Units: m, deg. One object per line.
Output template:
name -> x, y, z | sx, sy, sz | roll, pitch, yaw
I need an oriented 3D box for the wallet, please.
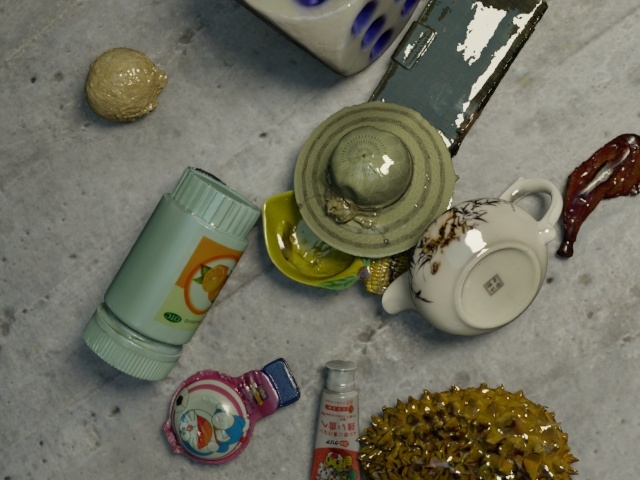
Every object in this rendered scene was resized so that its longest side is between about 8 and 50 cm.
wallet -> 0.199, -0.271, 1.083 | 0.169, 0.044, 0.317 | 32, 97, 8

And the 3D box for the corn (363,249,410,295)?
corn -> 0.110, -0.012, 1.084 | 0.072, 0.072, 0.203 | 11, 91, 13

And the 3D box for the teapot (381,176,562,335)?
teapot -> 0.238, 0.025, 1.015 | 0.300, 0.166, 0.208 | -43, 111, -9

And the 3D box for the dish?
dish -> 0.000, 0.000, 1.102 | 0.208, 0.080, 0.148 | 38, 93, 12

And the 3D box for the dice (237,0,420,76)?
dice -> 0.006, -0.405, 1.021 | 0.251, 0.259, 0.243 | 38, 98, 10

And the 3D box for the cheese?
cheese -> -0.150, 0.275, 1.137 | 0.244, 0.062, 0.155 | -27, 81, 10

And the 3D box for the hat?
hat -> 0.072, -0.104, 1.006 | 0.252, 0.110, 0.251 | -2, 79, 12

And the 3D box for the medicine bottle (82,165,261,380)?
medicine bottle -> -0.232, 0.050, 1.112 | 0.158, 0.158, 0.318 | 33, 96, 11

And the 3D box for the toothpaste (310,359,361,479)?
toothpaste -> 0.028, 0.310, 1.106 | 0.090, 0.057, 0.234 | 4, 97, 10

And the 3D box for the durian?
durian -> 0.220, 0.308, 1.028 | 0.342, 0.112, 0.191 | 8, 92, 15

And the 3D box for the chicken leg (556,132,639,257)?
chicken leg -> 0.409, -0.072, 1.031 | 0.093, 0.053, 0.205 | 45, 102, -5

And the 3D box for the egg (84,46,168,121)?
egg -> -0.333, -0.262, 1.170 | 0.140, 0.118, 0.116 | -29, 40, 19
